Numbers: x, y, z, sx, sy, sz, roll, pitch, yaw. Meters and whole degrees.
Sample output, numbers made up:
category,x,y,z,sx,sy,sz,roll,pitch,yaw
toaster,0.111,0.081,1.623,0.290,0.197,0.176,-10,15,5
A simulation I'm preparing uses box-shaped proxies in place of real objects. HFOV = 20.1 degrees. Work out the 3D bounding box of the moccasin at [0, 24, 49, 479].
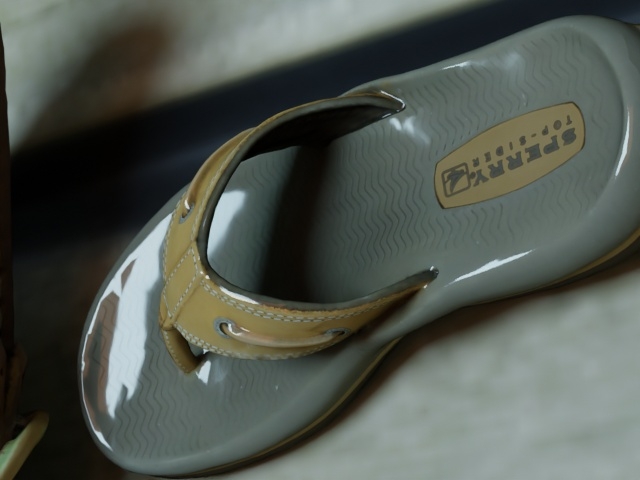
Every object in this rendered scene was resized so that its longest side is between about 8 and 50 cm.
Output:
category,x,y,z,sx,sy,sz,roll,pitch,yaw
moccasin,-0.122,0.113,0.431,0.147,0.139,0.380,9,90,38

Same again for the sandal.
category,x,y,z,sx,sy,sz,roll,pitch,yaw
sandal,0.000,0.000,0.407,0.180,0.049,0.072,-28,67,36
